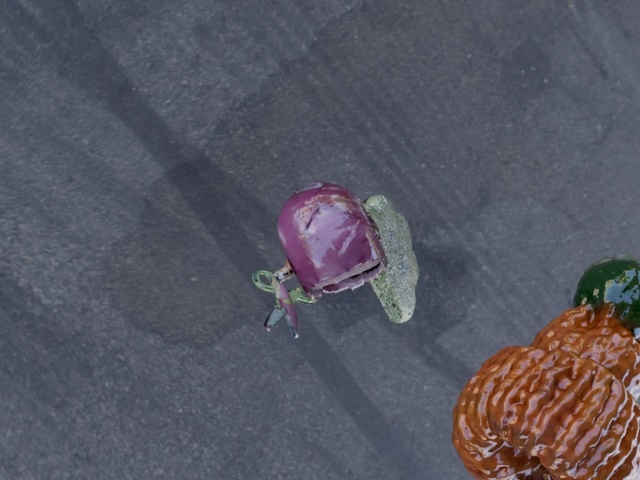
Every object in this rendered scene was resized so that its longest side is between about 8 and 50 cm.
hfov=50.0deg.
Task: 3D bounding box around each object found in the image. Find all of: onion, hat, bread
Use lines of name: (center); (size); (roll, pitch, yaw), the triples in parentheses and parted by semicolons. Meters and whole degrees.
onion: (0.012, -0.006, 1.124); (0.207, 0.201, 0.200); (6, 89, -52)
hat: (0.375, 0.211, 1.053); (0.285, 0.285, 0.400); (52, 51, -23)
bread: (0.141, 0.020, 1.400); (0.286, 0.056, 0.207); (60, 35, -32)

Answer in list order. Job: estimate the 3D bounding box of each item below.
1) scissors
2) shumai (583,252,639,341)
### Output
scissors: (-0.065, 0.114, 1.236); (0.134, 0.187, 0.020); (17, 115, -8)
shumai: (0.597, 0.087, 1.299); (0.222, 0.272, 0.203); (2, 63, -9)
